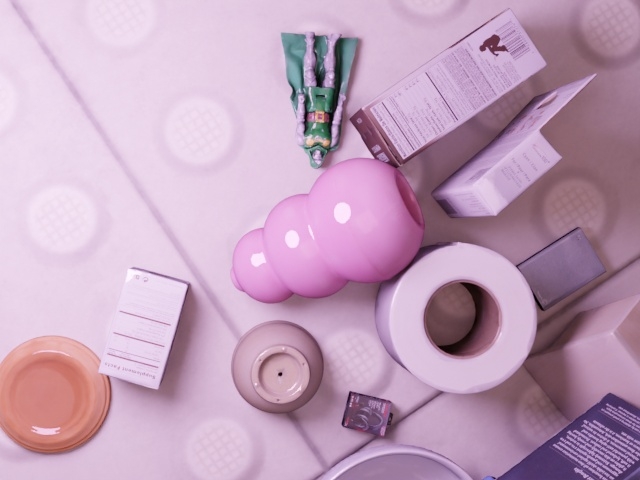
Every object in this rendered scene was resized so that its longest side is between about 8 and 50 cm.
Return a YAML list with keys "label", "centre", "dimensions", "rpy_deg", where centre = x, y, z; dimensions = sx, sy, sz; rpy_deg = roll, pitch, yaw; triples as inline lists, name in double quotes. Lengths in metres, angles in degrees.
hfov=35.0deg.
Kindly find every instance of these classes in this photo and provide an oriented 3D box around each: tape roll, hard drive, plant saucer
- label: "tape roll"
  centre: [0.223, 0.127, 1.714]
  dimensions: [0.246, 0.169, 0.246]
  rpy_deg: [0, 90, -5]
- label: "hard drive"
  centre: [0.427, 0.051, 1.806]
  dimensions: [0.135, 0.022, 0.094]
  rpy_deg: [-32, 94, -4]
- label: "plant saucer"
  centre: [-0.456, 0.261, 1.715]
  dimensions: [0.200, 0.037, 0.199]
  rpy_deg: [0, 91, -5]

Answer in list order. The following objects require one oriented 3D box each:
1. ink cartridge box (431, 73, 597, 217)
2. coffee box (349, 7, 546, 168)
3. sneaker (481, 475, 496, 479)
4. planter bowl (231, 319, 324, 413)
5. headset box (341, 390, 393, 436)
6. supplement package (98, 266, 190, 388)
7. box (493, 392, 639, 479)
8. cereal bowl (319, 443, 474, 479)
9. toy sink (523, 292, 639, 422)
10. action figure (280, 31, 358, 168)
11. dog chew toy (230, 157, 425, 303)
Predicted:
- label: "ink cartridge box"
  centre: [0.322, -0.144, 1.656]
  dimensions: [0.261, 0.296, 0.066]
  rpy_deg: [-42, 95, -4]
- label: "coffee box"
  centre: [0.208, -0.247, 1.710]
  dimensions: [0.297, 0.168, 0.118]
  rpy_deg: [-35, 94, -3]
- label: "sneaker"
  centre: [0.375, 0.481, 1.780]
  dimensions: [0.090, 0.081, 0.232]
  rpy_deg: [-44, 101, -6]
- label: "planter bowl"
  centre: [-0.069, 0.220, 1.716]
  dimensions: [0.162, 0.109, 0.162]
  rpy_deg: [0, 91, -6]
- label: "headset box"
  centre: [0.084, 0.303, 1.770]
  dimensions: [0.083, 0.032, 0.062]
  rpy_deg: [15, 89, -4]
- label: "supplement package"
  centre: [-0.292, 0.143, 1.696]
  dimensions: [0.105, 0.105, 0.179]
  rpy_deg: [16, 89, -6]
- label: "box"
  centre: [0.454, 0.466, 1.641]
  dimensions: [0.294, 0.183, 0.296]
  rpy_deg: [-33, 117, -14]
- label: "cereal bowl"
  centre: [0.121, 0.505, 1.721]
  dimensions: [0.339, 0.141, 0.338]
  rpy_deg: [0, 90, -5]
- label: "toy sink"
  centre: [0.495, 0.203, 1.747]
  dimensions: [0.131, 0.234, 0.152]
  rpy_deg: [-41, 94, -33]
- label: "action figure"
  centre: [-0.002, -0.239, 1.746]
  dimensions: [0.137, 0.063, 0.232]
  rpy_deg: [1, 94, -9]
- label: "dog chew toy"
  centre: [0.000, 0.000, 1.673]
  dimensions: [0.332, 0.206, 0.206]
  rpy_deg: [-25, 93, 18]
